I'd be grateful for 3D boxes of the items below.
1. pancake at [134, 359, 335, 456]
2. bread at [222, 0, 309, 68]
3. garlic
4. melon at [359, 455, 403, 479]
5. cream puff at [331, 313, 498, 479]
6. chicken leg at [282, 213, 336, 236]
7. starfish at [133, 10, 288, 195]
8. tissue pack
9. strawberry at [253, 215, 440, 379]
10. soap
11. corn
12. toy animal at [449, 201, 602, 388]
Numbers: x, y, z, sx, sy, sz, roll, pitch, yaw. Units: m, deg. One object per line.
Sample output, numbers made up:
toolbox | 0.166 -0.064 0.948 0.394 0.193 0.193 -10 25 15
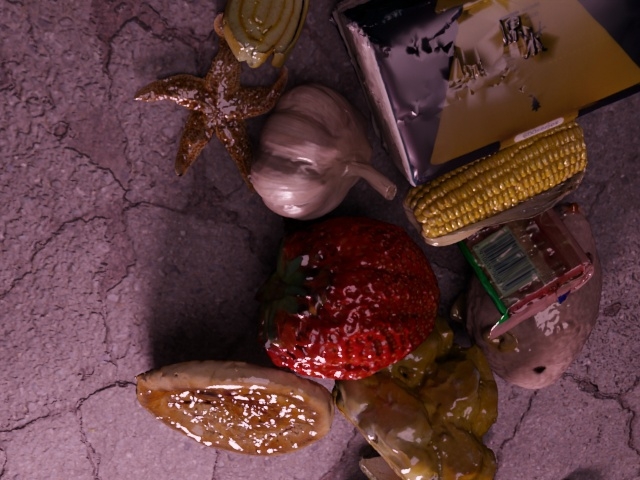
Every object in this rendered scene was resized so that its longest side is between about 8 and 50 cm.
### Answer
pancake | -0.150 0.282 1.458 0.355 0.065 0.356 10 148 6
bread | -0.082 -0.327 1.260 0.117 0.064 0.156 20 85 -20
garlic | 0.022 -0.121 1.301 0.212 0.218 0.219 20 116 25
melon | 0.171 0.464 1.639 0.202 0.139 0.093 28 99 -21
cream puff | 0.191 0.285 1.497 0.257 0.324 0.291 -46 141 -5
chicken leg | 0.004 -0.005 1.460 0.093 0.053 0.205 -39 115 17
starfish | -0.160 -0.202 1.323 0.235 0.062 0.277 -11 108 -6
tissue pack | 0.253 -0.290 1.270 0.416 0.253 0.264 -22 118 0
strawberry | 0.052 0.101 1.367 0.288 0.239 0.250 15 147 -23
soap | 0.297 -0.011 1.402 0.217 0.273 0.098 -30 155 1
corn | 0.273 -0.096 1.331 0.305 0.123 0.122 -25 118 -1
toy animal | 0.369 0.099 1.514 0.226 0.188 0.359 6 106 -15
